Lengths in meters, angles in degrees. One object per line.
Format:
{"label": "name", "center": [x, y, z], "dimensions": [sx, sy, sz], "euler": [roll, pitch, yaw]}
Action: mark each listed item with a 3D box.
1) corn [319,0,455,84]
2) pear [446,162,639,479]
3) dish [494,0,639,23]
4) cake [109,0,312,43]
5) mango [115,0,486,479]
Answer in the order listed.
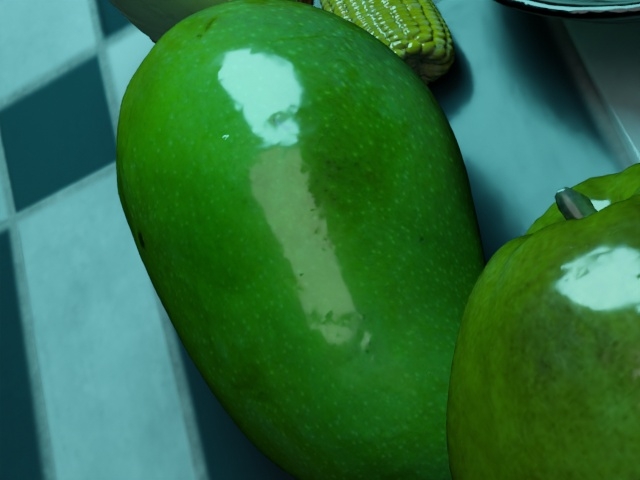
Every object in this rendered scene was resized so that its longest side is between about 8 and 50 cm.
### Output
{"label": "corn", "center": [0.042, -0.189, 0.796], "dimensions": [0.085, 0.063, 0.165], "euler": [-18, 61, 0]}
{"label": "pear", "center": [0.194, 0.116, 0.494], "dimensions": [0.269, 0.269, 0.321], "euler": [-27, 85, 14]}
{"label": "dish", "center": [0.229, -0.259, 0.714], "dimensions": [0.317, 0.106, 0.316], "euler": [-9, 65, 20]}
{"label": "cake", "center": [-0.043, -0.257, 0.814], "dimensions": [0.160, 0.158, 0.262], "euler": [40, 90, 27]}
{"label": "mango", "center": [0.000, 0.000, 0.670], "dimensions": [0.225, 0.201, 0.381], "euler": [-32, 64, 4]}
